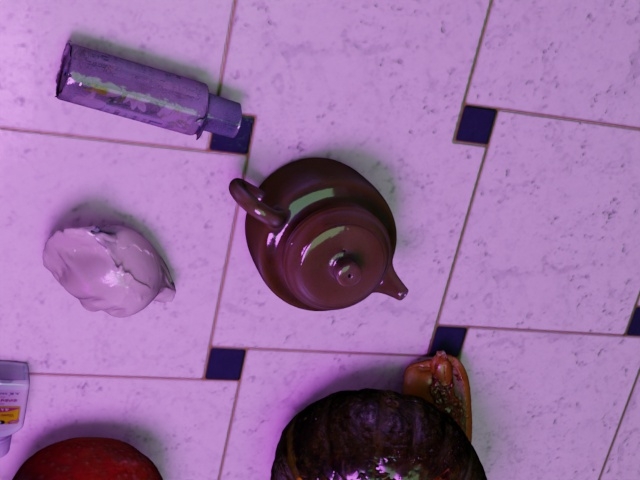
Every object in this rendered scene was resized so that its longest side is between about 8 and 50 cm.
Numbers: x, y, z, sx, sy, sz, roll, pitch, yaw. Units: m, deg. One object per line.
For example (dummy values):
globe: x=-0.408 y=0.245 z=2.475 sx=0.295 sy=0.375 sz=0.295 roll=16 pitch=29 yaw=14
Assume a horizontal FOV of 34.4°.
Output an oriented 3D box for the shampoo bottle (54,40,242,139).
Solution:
shampoo bottle: x=-0.196 y=-0.167 z=1.204 sx=0.214 sy=0.072 sz=0.072 roll=14 pitch=109 yaw=-24

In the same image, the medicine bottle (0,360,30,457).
medicine bottle: x=-0.415 y=0.216 z=1.318 sx=0.074 sy=0.055 sz=0.118 roll=6 pitch=112 yaw=-22

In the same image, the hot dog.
hot dog: x=0.177 y=0.269 z=1.530 sx=0.102 sy=0.076 sz=0.249 roll=-12 pitch=118 yaw=-9

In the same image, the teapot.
teapot: x=0.000 y=0.000 z=1.288 sx=0.268 sy=0.175 sz=0.185 roll=29 pitch=100 yaw=-28

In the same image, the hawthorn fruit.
hawthorn fruit: x=-0.320 y=0.360 z=1.335 sx=0.250 sy=0.215 sz=0.215 roll=0 pitch=114 yaw=-20

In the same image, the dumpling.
dumpling: x=-0.263 y=0.044 z=1.268 sx=0.127 sy=0.108 sz=0.188 roll=-28 pitch=140 yaw=22

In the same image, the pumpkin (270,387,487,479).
pumpkin: x=0.082 y=0.349 z=1.442 sx=0.320 sy=0.192 sz=0.320 roll=6 pitch=123 yaw=9
